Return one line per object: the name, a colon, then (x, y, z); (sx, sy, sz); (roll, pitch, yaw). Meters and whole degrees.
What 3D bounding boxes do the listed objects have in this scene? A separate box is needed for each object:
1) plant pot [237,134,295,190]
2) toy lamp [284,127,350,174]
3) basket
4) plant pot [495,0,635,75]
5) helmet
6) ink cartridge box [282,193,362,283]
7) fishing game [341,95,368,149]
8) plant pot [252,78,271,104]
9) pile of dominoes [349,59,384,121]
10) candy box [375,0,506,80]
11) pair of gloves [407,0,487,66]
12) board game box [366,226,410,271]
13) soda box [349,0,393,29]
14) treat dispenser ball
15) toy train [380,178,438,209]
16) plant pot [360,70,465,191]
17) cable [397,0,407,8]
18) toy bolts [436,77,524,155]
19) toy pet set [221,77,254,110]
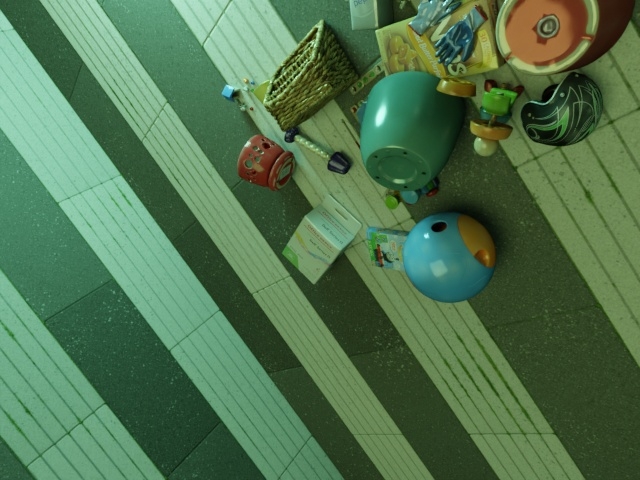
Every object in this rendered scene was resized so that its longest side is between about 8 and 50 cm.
plant pot: (-0.207, -0.296, 1.797); (0.174, 0.191, 0.191); (30, 135, 13)
toy lamp: (-0.010, -0.330, 1.684); (0.274, 0.080, 0.080); (33, 136, 19)
basket: (-0.071, -0.527, 1.491); (0.299, 0.213, 0.223); (-25, 102, 47)
plant pot: (0.518, -0.487, 0.994); (0.274, 0.243, 0.275); (22, 131, 27)
helmet: (0.597, -0.317, 1.111); (0.161, 0.169, 0.170); (0, 120, 59)
ink cartridge box: (0.000, 0.000, 1.880); (0.207, 0.119, 0.353); (43, 138, 8)
fishing game: (0.203, -0.386, 1.451); (0.264, 0.041, 0.189); (-16, 127, 36)
plant pot: (-0.181, -0.549, 1.674); (0.081, 0.081, 0.083); (51, 130, -1)
pile of dominoes: (0.204, -0.453, 1.439); (0.251, 0.040, 0.196); (-26, 100, 48)
candy box: (0.322, -0.529, 1.239); (0.316, 0.087, 0.183); (-1, 118, 39)
pair of gloves: (0.322, -0.547, 1.150); (0.198, 0.023, 0.159); (50, 136, 4)
board game box: (0.282, 0.037, 1.726); (0.211, 0.039, 0.160); (8, 123, 36)
soda box: (0.133, -0.741, 1.251); (0.091, 0.098, 0.287); (14, 128, 34)
treat dispenser ball: (0.406, 0.053, 1.445); (0.288, 0.288, 0.288); (22, 131, 28)
toy train: (0.261, -0.148, 1.532); (0.248, 0.143, 0.105); (-22, 103, 47)
plant pot: (0.244, -0.286, 1.299); (0.292, 0.235, 0.293); (16, 150, 9)
cable: (0.273, -0.745, 1.154); (0.287, 0.072, 0.140); (-37, 57, 44)
toy bolts: (0.417, -0.331, 1.203); (0.218, 0.228, 0.159); (26, 125, 28)
toy pet set: (-0.325, -0.574, 1.786); (0.114, 0.065, 0.122); (29, 134, 22)
